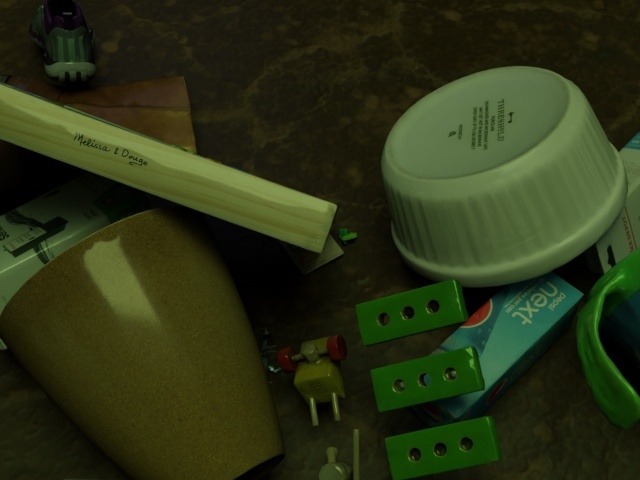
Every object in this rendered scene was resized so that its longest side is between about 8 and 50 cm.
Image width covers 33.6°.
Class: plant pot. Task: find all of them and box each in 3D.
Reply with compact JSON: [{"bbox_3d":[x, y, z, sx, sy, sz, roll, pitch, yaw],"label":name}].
[{"bbox_3d":[-0.151,0.136,1.042,0.237,0.237,0.254,-29,73,-19],"label":"plant pot"}]

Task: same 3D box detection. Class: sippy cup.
[{"bbox_3d":[0.421,0.106,1.059,0.305,0.240,0.224,-27,66,10],"label":"sippy cup"}]

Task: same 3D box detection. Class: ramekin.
[{"bbox_3d":[0.190,-0.083,1.175,0.272,0.127,0.273,-19,34,13],"label":"ramekin"}]

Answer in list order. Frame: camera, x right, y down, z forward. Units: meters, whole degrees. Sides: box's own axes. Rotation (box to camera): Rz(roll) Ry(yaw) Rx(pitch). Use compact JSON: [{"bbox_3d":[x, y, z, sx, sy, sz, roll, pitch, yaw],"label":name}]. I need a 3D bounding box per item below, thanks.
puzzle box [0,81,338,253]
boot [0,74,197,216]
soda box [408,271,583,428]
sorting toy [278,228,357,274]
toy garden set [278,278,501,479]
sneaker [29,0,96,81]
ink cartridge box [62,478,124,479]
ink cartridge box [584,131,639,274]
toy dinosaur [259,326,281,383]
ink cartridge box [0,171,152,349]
[{"bbox_3d":[-0.176,-0.082,1.110,0.408,0.272,0.052,20,92,0],"label":"puzzle box"},{"bbox_3d":[-0.292,-0.098,1.300,0.280,0.096,0.264,0,46,-8],"label":"boot"},{"bbox_3d":[0.185,0.116,1.134,0.210,0.067,0.071,-39,63,-25],"label":"soda box"},{"bbox_3d":[0.000,0.000,1.251,0.083,0.012,0.062,-28,59,-18],"label":"sorting toy"},{"bbox_3d":[0.074,0.183,1.056,0.203,0.049,0.244,-16,77,21],"label":"toy garden set"},{"bbox_3d":[-0.330,-0.288,1.375,0.083,0.098,0.224,-7,32,-21],"label":"sneaker"},{"bbox_3d":[-0.092,0.395,0.837,0.270,0.151,0.396,2,74,1],"label":"ink cartridge box"},{"bbox_3d":[0.348,-0.029,1.207,0.181,0.104,0.061,-42,35,-26],"label":"ink cartridge box"},{"bbox_3d":[-0.069,0.132,1.142,0.090,0.047,0.082,-20,38,-1],"label":"toy dinosaur"},{"bbox_3d":[-0.292,0.014,1.163,0.208,0.087,0.153,-30,30,-20],"label":"ink cartridge box"}]
